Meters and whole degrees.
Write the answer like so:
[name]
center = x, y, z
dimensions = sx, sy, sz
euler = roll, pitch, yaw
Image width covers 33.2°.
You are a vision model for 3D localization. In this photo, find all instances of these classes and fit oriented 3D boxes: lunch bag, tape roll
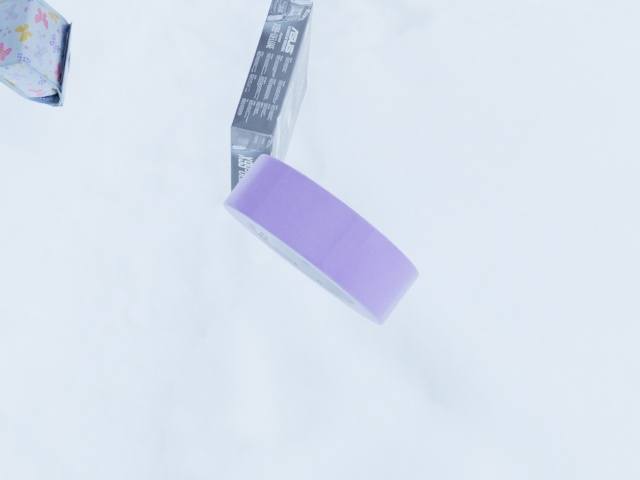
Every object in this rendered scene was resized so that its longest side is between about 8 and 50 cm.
[lunch bag]
center = -0.242, -0.162, 0.924
dimensions = 0.053, 0.083, 0.071
euler = -3, 70, 20
[tape roll]
center = 0.000, 0.000, 1.472
dimensions = 0.274, 0.275, 0.090
euler = 34, 83, 25

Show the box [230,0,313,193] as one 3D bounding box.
[box]
center = -0.086, -0.238, 1.886
dimensions = 0.076, 0.242, 0.308
euler = 13, 58, 3
